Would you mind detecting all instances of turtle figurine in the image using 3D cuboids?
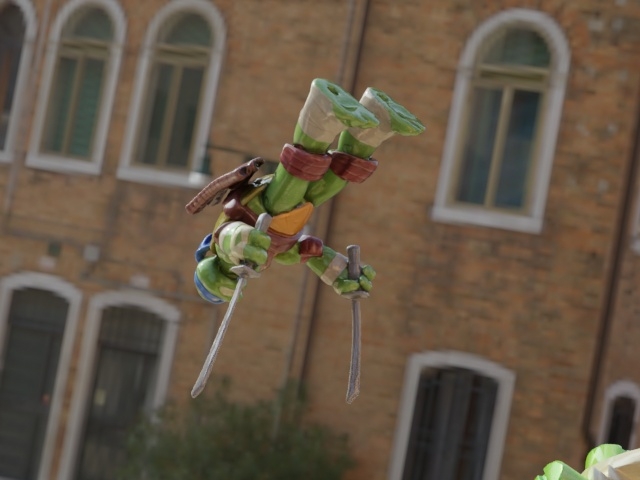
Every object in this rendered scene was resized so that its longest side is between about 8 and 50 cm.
[{"bbox_3d":[0.000,0.000,1.364,0.198,0.266,0.274,23,24,-26],"label":"turtle figurine"}]

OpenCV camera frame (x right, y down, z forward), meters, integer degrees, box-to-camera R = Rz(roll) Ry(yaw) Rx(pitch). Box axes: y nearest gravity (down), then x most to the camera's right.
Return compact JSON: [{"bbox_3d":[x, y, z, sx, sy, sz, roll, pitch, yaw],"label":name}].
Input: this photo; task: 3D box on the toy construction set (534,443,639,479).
[{"bbox_3d":[0.176,0.167,0.703,0.151,0.215,0.328,43,30,2],"label":"toy construction set"}]
